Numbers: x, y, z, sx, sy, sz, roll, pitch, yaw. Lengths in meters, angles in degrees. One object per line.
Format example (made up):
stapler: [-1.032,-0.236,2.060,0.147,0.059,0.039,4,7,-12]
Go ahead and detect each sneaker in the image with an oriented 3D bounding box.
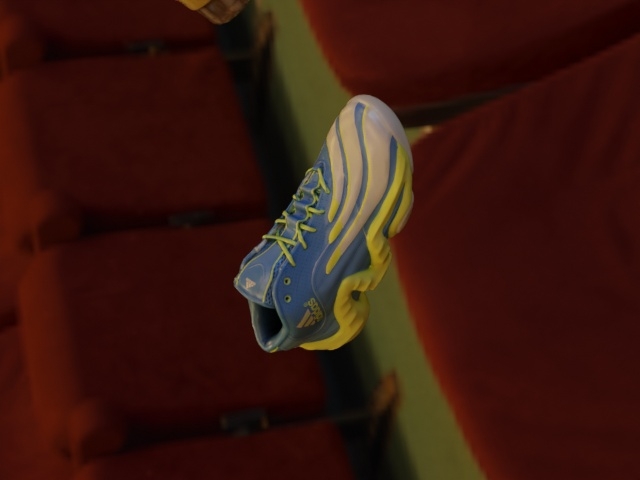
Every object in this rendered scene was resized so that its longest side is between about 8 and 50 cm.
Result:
sneaker: [0.000,0.000,1.338,0.091,0.126,0.240,32,127,34]

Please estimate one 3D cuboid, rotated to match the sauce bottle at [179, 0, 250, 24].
sauce bottle: [-0.204,-0.341,1.570,0.111,0.344,0.111,-43,28,31]
